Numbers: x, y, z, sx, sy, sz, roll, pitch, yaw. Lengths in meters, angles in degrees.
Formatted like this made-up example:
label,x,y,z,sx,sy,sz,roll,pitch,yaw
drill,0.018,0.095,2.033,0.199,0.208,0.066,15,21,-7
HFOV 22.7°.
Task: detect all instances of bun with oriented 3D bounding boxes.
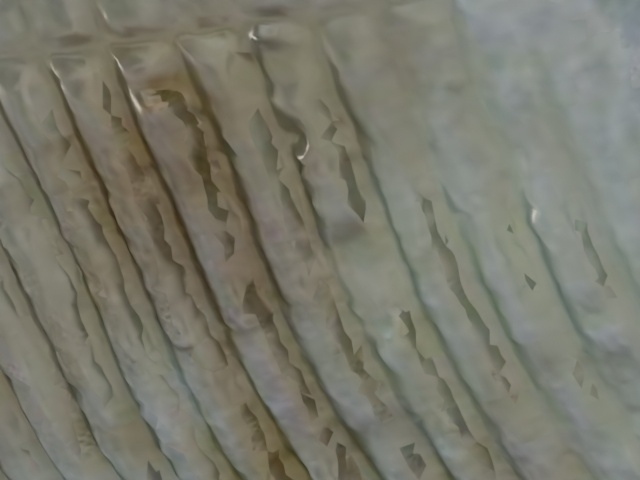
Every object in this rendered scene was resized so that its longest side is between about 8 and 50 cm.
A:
label,x,y,z,sx,sy,sz,roll,pitch,yaw
bun,0.000,0.000,0.498,0.362,0.211,0.362,9,122,15
